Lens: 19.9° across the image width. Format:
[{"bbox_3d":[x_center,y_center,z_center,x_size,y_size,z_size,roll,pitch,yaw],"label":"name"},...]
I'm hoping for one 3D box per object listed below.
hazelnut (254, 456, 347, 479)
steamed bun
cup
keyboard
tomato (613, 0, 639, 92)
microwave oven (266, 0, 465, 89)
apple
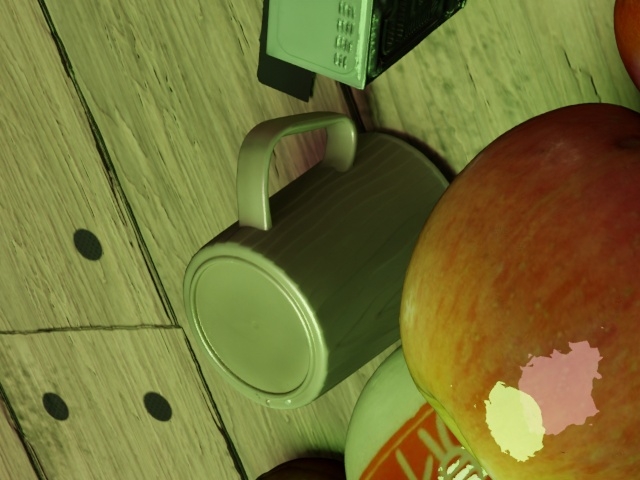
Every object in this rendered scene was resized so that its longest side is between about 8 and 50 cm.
[{"bbox_3d":[0.002,0.381,2.259,0.229,0.229,0.229,19,129,26],"label":"hazelnut"},{"bbox_3d":[0.187,0.279,2.033,0.374,0.241,0.374,20,127,29],"label":"steamed bun"},{"bbox_3d":[0.014,0.010,1.954,0.208,0.273,0.288,34,136,23],"label":"cup"},{"bbox_3d":[-0.030,-0.246,1.996,0.074,0.015,0.196,23,130,18],"label":"keyboard"},{"bbox_3d":[0.383,-0.179,1.568,0.256,0.224,0.256,42,171,8],"label":"tomato"},{"bbox_3d":[0.055,-0.262,1.782,0.122,0.208,0.162,22,130,23],"label":"microwave oven"},{"bbox_3d":[0.241,0.074,1.613,0.364,0.364,0.364,19,129,26],"label":"apple"}]
